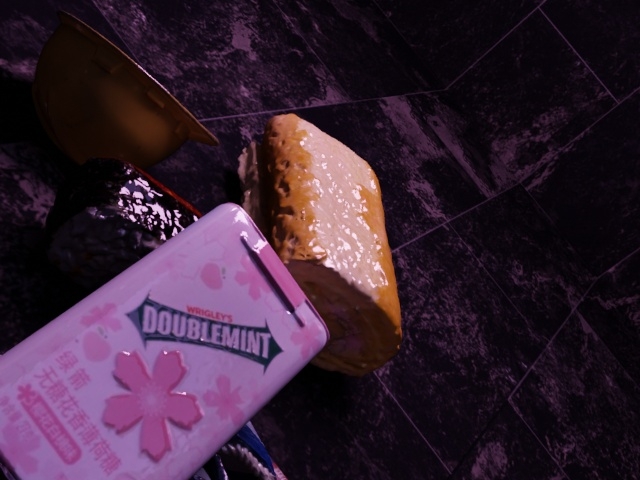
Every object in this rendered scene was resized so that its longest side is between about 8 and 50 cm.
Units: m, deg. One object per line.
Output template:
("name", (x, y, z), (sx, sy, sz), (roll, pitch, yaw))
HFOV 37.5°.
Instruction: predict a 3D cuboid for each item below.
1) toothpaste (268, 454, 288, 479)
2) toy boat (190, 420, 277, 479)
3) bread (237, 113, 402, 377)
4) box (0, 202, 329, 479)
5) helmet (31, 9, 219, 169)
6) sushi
("toothpaste", (-0.069, 0.249, 1.075), (0.140, 0.021, 0.037), (50, 21, 9))
("toy boat", (-0.113, 0.264, 0.942), (0.210, 0.070, 0.291), (8, 51, -47))
("bread", (0.000, 0.000, 1.352), (0.236, 0.165, 0.375), (36, 27, -30))
("box", (-0.164, 0.129, 0.863), (0.190, 0.112, 0.370), (55, 47, -3))
("helmet", (-0.267, -0.155, 1.180), (0.257, 0.140, 0.205), (45, -9, -37))
("sushi", (-0.199, 0.013, 1.066), (0.225, 0.136, 0.126), (36, 31, -40))
